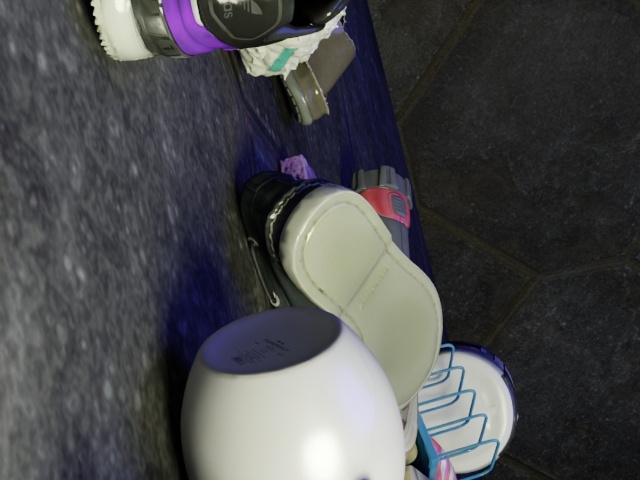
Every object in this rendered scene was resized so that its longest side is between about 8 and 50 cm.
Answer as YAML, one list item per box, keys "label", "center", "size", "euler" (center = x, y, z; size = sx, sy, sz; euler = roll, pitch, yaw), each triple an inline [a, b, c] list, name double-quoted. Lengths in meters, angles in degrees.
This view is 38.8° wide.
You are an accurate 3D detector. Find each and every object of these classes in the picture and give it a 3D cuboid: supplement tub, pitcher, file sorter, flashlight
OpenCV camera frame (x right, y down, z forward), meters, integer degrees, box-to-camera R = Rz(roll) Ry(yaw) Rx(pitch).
- label: "supplement tub"
  center: [0.232, 0.270, 1.532]
  size: [0.316, 0.194, 0.193]
  euler: [18, 60, -79]
- label: "pitcher"
  center: [0.007, 0.153, 0.513]
  size: [0.178, 0.126, 0.207]
  euler: [15, -58, 52]
- label: "file sorter"
  center: [0.167, 0.247, 1.276]
  size: [0.118, 0.105, 0.170]
  euler: [90, -17, -51]
- label: "flashlight"
  center: [0.084, 0.034, 1.293]
  size: [0.103, 0.103, 0.304]
  euler: [73, 15, -52]

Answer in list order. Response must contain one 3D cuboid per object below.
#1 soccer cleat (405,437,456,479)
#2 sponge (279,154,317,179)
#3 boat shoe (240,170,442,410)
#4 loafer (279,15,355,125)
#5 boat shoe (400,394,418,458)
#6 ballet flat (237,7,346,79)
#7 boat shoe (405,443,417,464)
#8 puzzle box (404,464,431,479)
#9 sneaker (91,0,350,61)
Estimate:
- label: "soccer cleat"
  center: [0.163, 0.405, 1.330]
  size: [0.095, 0.083, 0.247]
  euler: [-45, 125, -73]
- label: "sponge"
  center: [0.000, 0.000, 1.021]
  size: [0.210, 0.031, 0.117]
  euler: [55, 25, -65]
- label: "boat shoe"
  center: [0.017, 0.051, 0.846]
  size: [0.127, 0.113, 0.340]
  euler: [-53, 143, -10]
- label: "loafer"
  center: [-0.005, -0.236, 1.106]
  size: [0.251, 0.088, 0.094]
  euler: [-92, 166, -45]
- label: "boat shoe"
  center: [0.069, 0.133, 1.056]
  size: [0.285, 0.103, 0.092]
  euler: [-77, 159, -54]
- label: "ballet flat"
  center: [-0.055, -0.329, 0.918]
  size: [0.147, 0.147, 0.408]
  euler: [64, 20, -54]
- label: "boat shoe"
  center: [0.092, 0.238, 1.229]
  size: [0.133, 0.049, 0.042]
  euler: [72, -18, -3]
- label: "puzzle box"
  center: [0.186, 0.485, 1.171]
  size: [0.409, 0.052, 0.272]
  euler: [47, 31, -47]
- label: "sneaker"
  center: [-0.043, -0.182, 0.623]
  size: [0.293, 0.146, 0.102]
  euler: [-75, 161, -65]
